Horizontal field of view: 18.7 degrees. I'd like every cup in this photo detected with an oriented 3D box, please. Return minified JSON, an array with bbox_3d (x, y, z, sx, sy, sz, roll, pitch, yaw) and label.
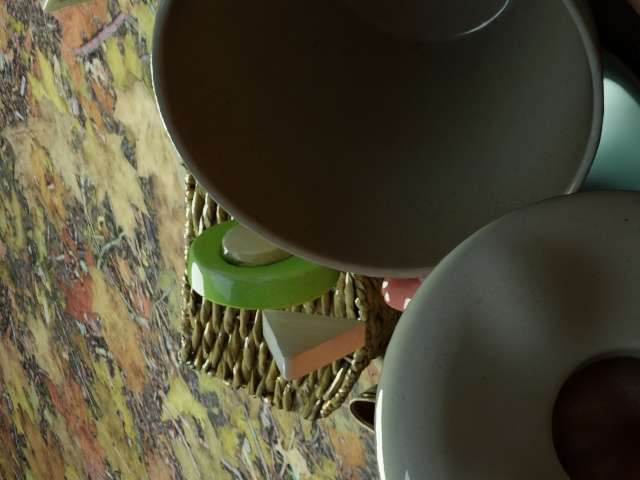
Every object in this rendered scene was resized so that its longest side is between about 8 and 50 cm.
[{"bbox_3d":[0.062,-0.171,1.477,0.237,0.331,0.331,-69,-16,-52],"label":"cup"}]

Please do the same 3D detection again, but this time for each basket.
[{"bbox_3d":[0.000,0.000,1.945,0.213,0.223,0.299,21,134,16],"label":"basket"}]

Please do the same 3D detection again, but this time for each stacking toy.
[{"bbox_3d":[0.190,0.191,1.497,0.351,0.350,0.480,64,167,14],"label":"stacking toy"},{"bbox_3d":[0.043,-0.018,1.608,0.309,0.279,0.130,-137,41,-56],"label":"stacking toy"}]

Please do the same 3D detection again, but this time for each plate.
[{"bbox_3d":[0.226,-0.068,1.519,0.188,0.024,0.188,45,145,44],"label":"plate"}]

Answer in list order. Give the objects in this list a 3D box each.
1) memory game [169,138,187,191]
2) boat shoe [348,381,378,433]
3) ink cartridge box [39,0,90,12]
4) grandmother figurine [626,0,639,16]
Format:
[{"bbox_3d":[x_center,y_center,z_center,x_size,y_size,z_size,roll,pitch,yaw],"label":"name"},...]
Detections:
[{"bbox_3d":[-0.128,-0.082,2.240,0.186,0.012,0.186,44,145,43],"label":"memory game"},{"bbox_3d":[0.087,0.191,1.941,0.170,0.059,0.063,27,131,56],"label":"boat shoe"},{"bbox_3d":[-0.159,-0.324,1.871,0.088,0.234,0.193,65,154,12],"label":"ink cartridge box"},{"bbox_3d":[0.292,-0.114,1.281,0.342,0.104,0.208,57,179,21],"label":"grandmother figurine"}]
